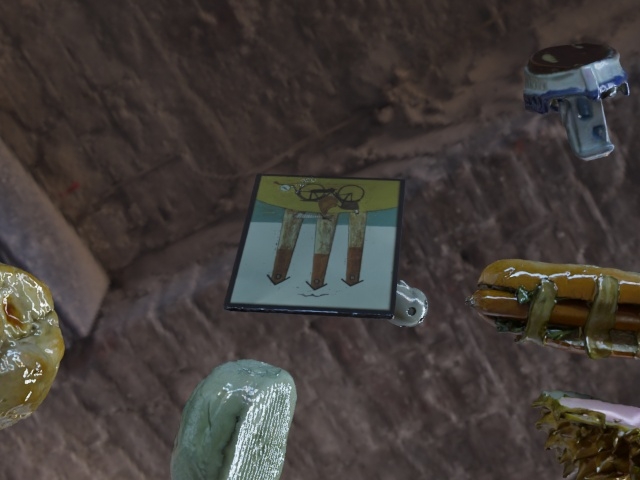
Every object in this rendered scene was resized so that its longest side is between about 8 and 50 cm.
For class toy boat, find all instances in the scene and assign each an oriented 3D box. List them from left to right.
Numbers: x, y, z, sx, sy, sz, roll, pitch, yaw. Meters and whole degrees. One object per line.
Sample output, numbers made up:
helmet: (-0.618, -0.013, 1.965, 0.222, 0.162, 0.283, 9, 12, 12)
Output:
toy boat: (0.300, -0.164, 1.242, 0.262, 0.114, 0.115, -85, 162, -74)

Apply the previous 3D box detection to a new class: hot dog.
hot dog: (0.299, 0.081, 1.226, 0.072, 0.269, 0.109, -86, -177, -72)

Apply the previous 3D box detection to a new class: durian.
durian: (0.324, 0.223, 1.158, 0.195, 0.186, 0.305, 32, 13, 14)

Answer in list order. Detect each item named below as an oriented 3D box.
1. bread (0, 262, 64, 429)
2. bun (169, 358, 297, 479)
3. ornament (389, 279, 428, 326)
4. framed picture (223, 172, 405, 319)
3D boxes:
bread: (-0.438, 0.132, 1.405, 0.244, 0.134, 0.244, 50, 28, -39)
bun: (-0.118, 0.259, 1.368, 0.221, 0.108, 0.221, -43, 141, -50)
ornament: (0.109, 0.099, 1.799, 0.156, 0.081, 0.075, 16, 19, -11)
framed picture: (0.000, 0.000, 1.588, 0.324, 0.244, 0.013, -81, 171, -51)
